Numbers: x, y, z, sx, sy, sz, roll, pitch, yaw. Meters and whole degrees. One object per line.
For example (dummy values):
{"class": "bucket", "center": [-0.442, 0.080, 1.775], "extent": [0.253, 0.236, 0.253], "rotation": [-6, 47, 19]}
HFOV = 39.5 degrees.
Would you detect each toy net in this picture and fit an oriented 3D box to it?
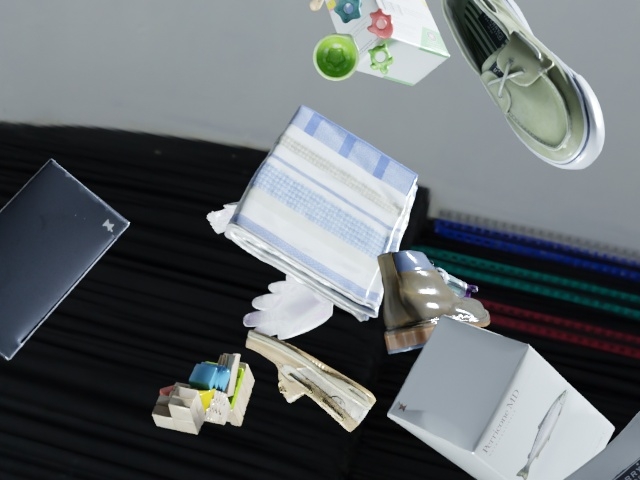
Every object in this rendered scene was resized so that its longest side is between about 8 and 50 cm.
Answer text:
{"class": "toy net", "center": [0.041, -0.352, 1.292], "extent": [0.045, 0.122, 0.232], "rotation": [-78, 162, -79]}

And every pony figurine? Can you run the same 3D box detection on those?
{"class": "pony figurine", "center": [0.000, 0.000, 1.743], "extent": [0.303, 0.350, 0.363], "rotation": [67, 26, -23]}

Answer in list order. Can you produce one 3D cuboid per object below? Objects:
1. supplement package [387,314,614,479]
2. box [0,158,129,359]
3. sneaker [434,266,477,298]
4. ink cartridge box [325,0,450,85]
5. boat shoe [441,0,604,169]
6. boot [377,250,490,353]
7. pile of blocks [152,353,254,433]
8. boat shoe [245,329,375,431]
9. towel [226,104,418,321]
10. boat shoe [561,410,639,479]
{"class": "supplement package", "center": [0.165, 0.163, 0.802], "extent": [0.179, 0.105, 0.105], "rotation": [40, 75, -38]}
{"class": "box", "center": [-0.270, 0.022, 0.822], "extent": [0.156, 0.093, 0.158], "rotation": [-52, -168, -18]}
{"class": "sneaker", "center": [0.214, 0.143, 1.713], "extent": [0.224, 0.098, 0.083], "rotation": [121, -14, -51]}
{"class": "ink cartridge box", "center": [0.096, -0.370, 1.434], "extent": [0.154, 0.093, 0.213], "rotation": [3, 61, -45]}
{"class": "boat shoe", "center": [0.241, -0.208, 1.121], "extent": [0.109, 0.094, 0.302], "rotation": [-53, -129, 35]}
{"class": "boot", "center": [0.131, 0.058, 1.007], "extent": [0.219, 0.082, 0.106], "rotation": [-6, 81, -62]}
{"class": "pile of blocks", "center": [-0.235, 0.284, 1.726], "extent": [0.362, 0.112, 0.149], "rotation": [33, 66, -76]}
{"class": "boat shoe", "center": [-0.021, 0.164, 1.040], "extent": [0.059, 0.170, 0.063], "rotation": [-60, 168, -4]}
{"class": "towel", "center": [0.013, -0.044, 1.137], "extent": [0.034, 0.209, 0.285], "rotation": [-53, -171, 42]}
{"class": "boat shoe", "center": [0.293, 0.191, 0.727], "extent": [0.267, 0.096, 0.088], "rotation": [-44, 141, 10]}
